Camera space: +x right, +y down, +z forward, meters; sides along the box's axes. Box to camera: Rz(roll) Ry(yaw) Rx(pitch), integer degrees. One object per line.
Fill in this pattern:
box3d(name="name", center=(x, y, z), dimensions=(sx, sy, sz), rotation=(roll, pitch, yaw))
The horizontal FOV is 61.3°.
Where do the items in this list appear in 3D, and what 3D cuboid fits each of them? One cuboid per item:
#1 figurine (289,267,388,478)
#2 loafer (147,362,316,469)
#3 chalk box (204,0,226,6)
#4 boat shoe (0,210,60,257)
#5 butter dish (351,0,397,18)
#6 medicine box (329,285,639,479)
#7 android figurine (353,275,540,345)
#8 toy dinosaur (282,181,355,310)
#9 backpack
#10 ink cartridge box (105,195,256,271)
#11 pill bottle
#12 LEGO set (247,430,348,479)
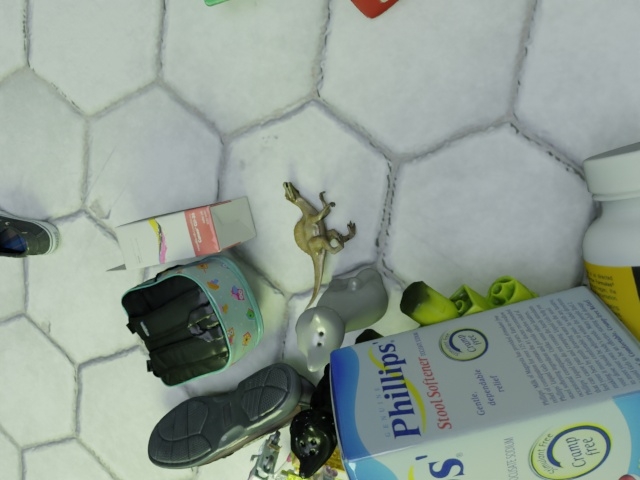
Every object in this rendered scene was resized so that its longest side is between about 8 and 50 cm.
box3d(name="figurine", center=(0.018, 0.156, 0.684), dimensions=(0.092, 0.209, 0.214), rotation=(6, 102, 18))
box3d(name="loafer", center=(-0.133, 0.284, 0.825), dimensions=(0.303, 0.095, 0.109), rotation=(-30, 45, 23))
box3d(name="chalk box", center=(-0.144, -0.414, 0.678), dimensions=(0.132, 0.132, 0.213), rotation=(-7, 97, 21))
box3d(name="boat shoe", center=(-0.565, -0.006, 0.933), dimensions=(0.229, 0.076, 0.080), rotation=(10, 103, 17))
box3d(name="butter dish", center=(0.069, -0.370, 0.619), dimensions=(0.160, 0.160, 0.118), rotation=(-34, 65, 21))
box3d(name="medicine box", center=(0.182, 0.224, 0.578), dimensions=(0.289, 0.149, 0.263), rotation=(-16, 120, 3))
box3d(name="android figurine", center=(0.179, 0.156, 0.655), dimensions=(0.273, 0.056, 0.248), rotation=(31, 113, -22))
box3d(name="toy dinosaur", center=(0.000, 0.000, 0.757), dimensions=(0.093, 0.053, 0.183), rotation=(-15, 87, 37))
box3d(name="backpack", center=(-0.168, 0.108, 0.771), dimensions=(0.188, 0.144, 0.165), rotation=(-24, 90, 45))
box3d(name="ink cartridge box", center=(-0.210, -0.009, 0.785), dimensions=(0.198, 0.115, 0.067), rotation=(-11, 97, 20))
box3d(name="pill bottle", center=(0.382, 0.059, 0.549), dimensions=(0.188, 0.188, 0.333), rotation=(-15, 95, 21))
box3d(name="LEGO set", center=(0.023, 0.383, 0.779), dimensions=(0.287, 0.132, 0.107), rotation=(36, 119, 2))
